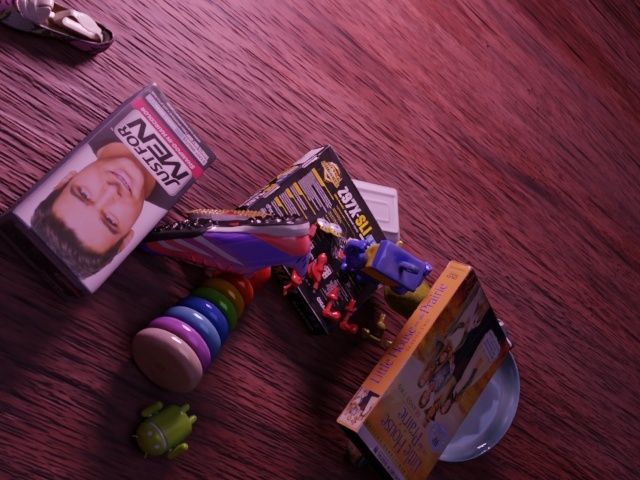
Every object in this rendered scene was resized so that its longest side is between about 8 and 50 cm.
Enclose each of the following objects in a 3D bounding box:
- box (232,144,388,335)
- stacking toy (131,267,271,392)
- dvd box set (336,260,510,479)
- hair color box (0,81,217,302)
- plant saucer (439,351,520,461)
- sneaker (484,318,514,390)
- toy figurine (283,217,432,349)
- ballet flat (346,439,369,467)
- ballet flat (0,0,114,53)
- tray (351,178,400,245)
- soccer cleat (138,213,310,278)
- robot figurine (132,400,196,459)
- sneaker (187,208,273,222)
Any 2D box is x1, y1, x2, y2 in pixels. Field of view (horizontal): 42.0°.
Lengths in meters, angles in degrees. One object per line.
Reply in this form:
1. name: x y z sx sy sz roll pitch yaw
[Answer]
1. box: 0.000 0.000 1.758 0.257 0.079 0.322 -42 107 -32
2. stacking toy: -0.202 0.124 1.551 0.141 0.141 0.330 54 45 -17
3. dvd box set: 0.229 0.294 1.732 0.420 0.062 0.307 -51 133 -21
4. hair color box: -0.368 -0.090 1.464 0.185 0.114 0.374 50 53 -20
5. plant saucer: 0.310 0.346 1.915 0.318 0.044 0.317 0 90 -19
6. sneaker: 0.420 0.293 2.053 0.153 0.094 0.234 10 62 -30
7. toy figurine: 0.134 0.091 1.659 0.363 0.217 0.191 33 68 -25
8. ballet flat: 0.139 0.431 1.796 0.206 0.073 0.067 -2 42 -42
9. ballet flat: -0.468 -0.395 1.479 0.222 0.079 0.076 16 70 -37
10. tray: 0.091 -0.072 1.909 0.270 0.030 0.145 8 74 -39
11. soccer cleat: -0.177 0.019 1.523 0.319 0.108 0.116 -3 100 -1
12. robot figurine: -0.274 0.333 1.465 0.115 0.067 0.101 -29 88 -41
13. sneaker: -0.165 -0.014 1.604 0.186 0.069 0.083 5 100 3
